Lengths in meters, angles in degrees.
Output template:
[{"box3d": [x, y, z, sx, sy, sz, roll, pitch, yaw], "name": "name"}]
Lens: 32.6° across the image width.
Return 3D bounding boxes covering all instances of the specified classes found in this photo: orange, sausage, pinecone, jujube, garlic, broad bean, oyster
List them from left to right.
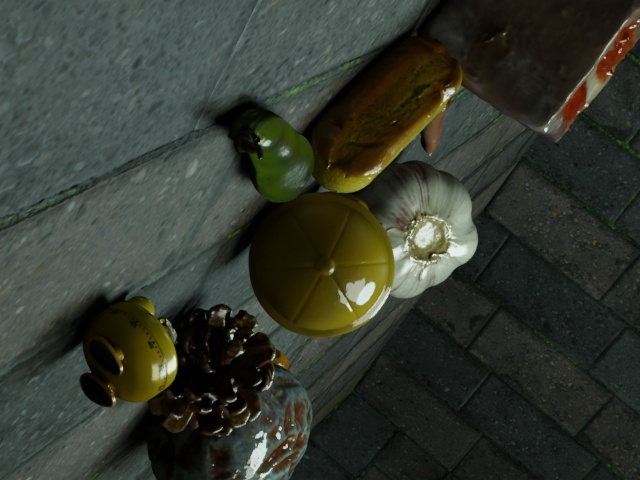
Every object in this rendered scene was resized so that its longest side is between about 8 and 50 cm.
[{"box3d": [-0.201, 0.116, 1.320, 0.093, 0.034, 0.051, -44, 158, 28], "name": "oyster"}, {"box3d": [-0.140, 0.171, 1.443, 0.179, 0.150, 0.195, -37, 160, -32], "name": "pinecone"}, {"box3d": [-0.139, 0.309, 1.728, 0.246, 0.215, 0.308, -57, 167, 27], "name": "jujube"}, {"box3d": [-0.102, 0.235, 2.043, 0.086, 0.062, 0.086, -11, 136, -11], "name": "orange"}, {"box3d": [-0.053, -0.092, 1.164, 0.325, 0.067, 0.075, 41, 58, -77], "name": "broad bean"}, {"box3d": [0.127, -0.024, 1.883, 0.245, 0.245, 0.253, -49, -154, -9], "name": "garlic"}, {"box3d": [0.188, -0.198, 1.821, 0.040, 0.047, 0.177, -32, 165, -12], "name": "sausage"}]

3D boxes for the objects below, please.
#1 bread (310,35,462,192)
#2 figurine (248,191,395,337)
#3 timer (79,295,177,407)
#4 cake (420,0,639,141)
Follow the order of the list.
[{"box3d": [0.082, -0.159, 1.374, 0.245, 0.102, 0.094, -44, 170, -25], "name": "bread"}, {"box3d": [0.006, 0.011, 1.479, 0.257, 0.192, 0.167, -80, 174, -63], "name": "figurine"}, {"box3d": [-0.192, 0.111, 1.139, 0.109, 0.107, 0.107, -35, 162, -44], "name": "timer"}, {"box3d": [0.303, -0.287, 1.532, 0.237, 0.230, 0.309, -50, 171, 12], "name": "cake"}]
